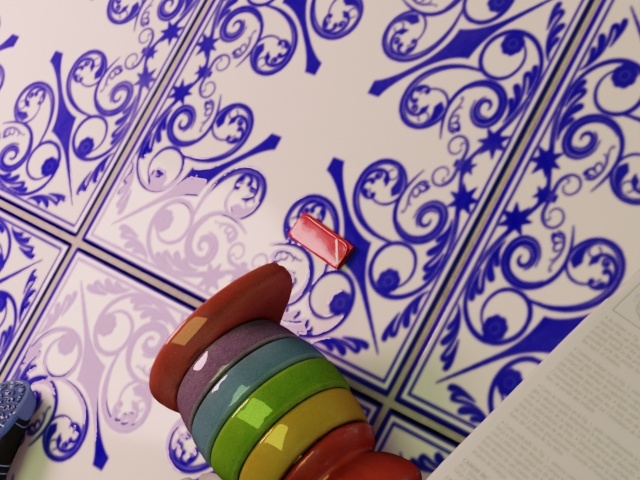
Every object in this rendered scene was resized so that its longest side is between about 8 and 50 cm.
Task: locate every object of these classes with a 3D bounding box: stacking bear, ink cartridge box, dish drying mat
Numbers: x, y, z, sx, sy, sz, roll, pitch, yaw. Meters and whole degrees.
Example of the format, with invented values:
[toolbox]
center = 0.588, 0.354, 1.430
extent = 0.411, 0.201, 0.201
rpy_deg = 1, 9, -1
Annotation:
[stacking bear]
center = -0.016, 0.190, 1.346
extent = 0.164, 0.175, 0.289
rpy_deg = -27, 58, -33
[ink cartridge box]
center = 0.318, 0.187, 1.198
extent = 0.385, 0.091, 0.308
rpy_deg = -43, 50, -12
[dish drying mat]
center = 0.000, 0.000, 1.516
extent = 0.083, 0.008, 0.032
rpy_deg = 36, 91, 39

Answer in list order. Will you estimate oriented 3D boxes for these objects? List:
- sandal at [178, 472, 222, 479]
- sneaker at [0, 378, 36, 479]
[sandal]
center = -0.254, 0.351, 1.454
extent = 0.416, 0.169, 0.102
rpy_deg = -23, 99, 30
[sneaker]
center = -0.394, 0.266, 1.614
extent = 0.081, 0.090, 0.232
rpy_deg = 16, 57, 38
